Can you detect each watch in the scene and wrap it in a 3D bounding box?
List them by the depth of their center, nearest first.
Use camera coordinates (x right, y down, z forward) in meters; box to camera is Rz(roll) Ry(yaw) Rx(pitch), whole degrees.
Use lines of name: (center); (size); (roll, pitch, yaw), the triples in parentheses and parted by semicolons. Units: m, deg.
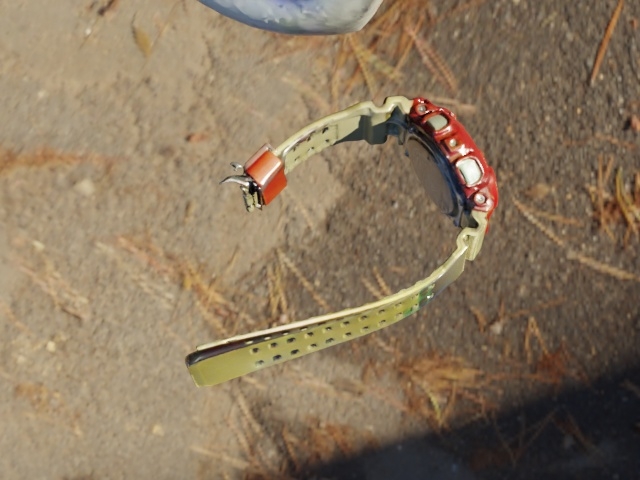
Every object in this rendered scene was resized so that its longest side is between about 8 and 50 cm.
watch: (0.004, -0.007, 0.866); (0.268, 0.165, 0.102); (-20, 159, -5)

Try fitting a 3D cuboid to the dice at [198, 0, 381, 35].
dice: (-0.023, -0.367, 0.878); (0.304, 0.277, 0.304); (30, 144, -3)
